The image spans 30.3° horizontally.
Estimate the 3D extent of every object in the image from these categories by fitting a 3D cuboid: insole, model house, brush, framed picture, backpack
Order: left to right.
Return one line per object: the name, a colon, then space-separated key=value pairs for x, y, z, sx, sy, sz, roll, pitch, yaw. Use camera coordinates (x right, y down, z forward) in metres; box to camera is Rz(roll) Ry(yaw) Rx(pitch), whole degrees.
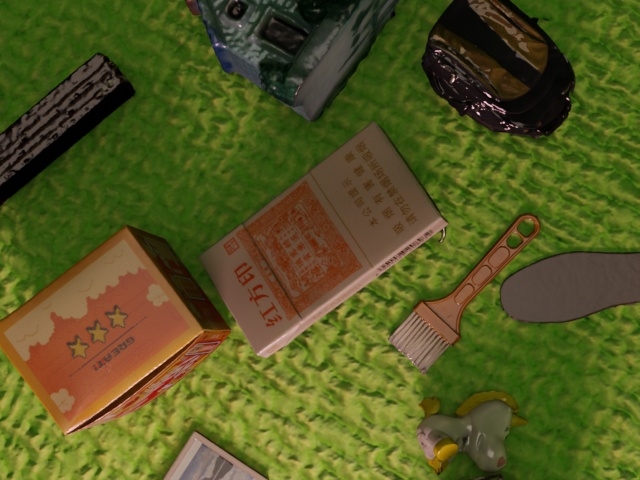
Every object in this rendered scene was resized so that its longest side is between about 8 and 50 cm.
framed picture: x=-0.198 y=0.433 z=1.914 sx=0.150 sy=0.015 sz=0.203 roll=33 pitch=89 yaw=7
model house: x=-0.073 y=-0.393 z=1.865 sx=0.329 sy=0.252 sz=0.295 roll=34 pitch=89 yaw=12
brush: x=0.244 y=0.074 z=1.907 sx=0.090 sy=0.017 sz=0.314 roll=43 pitch=89 yaw=7
backpack: x=0.290 y=-0.271 z=1.880 sx=0.258 sy=0.133 sz=0.206 roll=38 pitch=81 yaw=0
insole: x=0.450 y=0.068 z=1.895 sx=0.328 sy=0.007 sz=0.111 roll=-8 pitch=86 yaw=4

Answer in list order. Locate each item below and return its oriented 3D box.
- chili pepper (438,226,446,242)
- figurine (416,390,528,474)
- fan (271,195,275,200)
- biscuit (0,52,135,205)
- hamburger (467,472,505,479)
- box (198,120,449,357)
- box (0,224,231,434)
chili pepper: x=0.078 y=0.022 z=1.899 sx=0.257 sy=0.074 sz=0.100 roll=-36 pitch=81 yaw=6
figurine: x=0.240 y=0.300 z=1.857 sx=0.178 sy=0.109 sz=0.129 roll=-3 pitch=63 yaw=1
fan: x=-0.074 y=-0.032 z=1.945 sx=0.056 sy=0.004 sz=0.083 roll=-10 pitch=85 yaw=4
biscuit: x=-0.475 y=-0.156 z=1.936 sx=0.388 sy=0.107 sz=0.073 roll=-39 pitch=86 yaw=1
hamburger: x=0.263 y=0.476 z=1.797 sx=0.246 sy=0.170 sz=0.246 roll=-3 pitch=79 yaw=15
box: x=-0.001 y=0.000 z=1.864 sx=0.365 sy=0.051 sz=0.204 roll=-37 pitch=68 yaw=11
box: x=-0.308 y=0.141 z=1.811 sx=0.259 sy=0.283 sz=0.214 roll=-36 pitch=85 yaw=1
